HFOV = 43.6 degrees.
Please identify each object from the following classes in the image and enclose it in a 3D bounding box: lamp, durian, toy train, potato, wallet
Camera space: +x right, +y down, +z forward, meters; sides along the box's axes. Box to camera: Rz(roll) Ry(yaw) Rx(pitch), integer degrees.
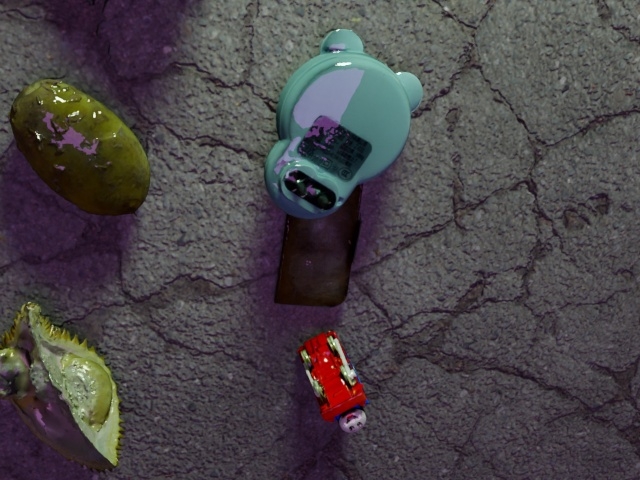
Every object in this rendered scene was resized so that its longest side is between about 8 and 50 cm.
[{"bbox_3d":[0.022,-0.165,1.247,0.209,0.147,0.284,29,84,-20],"label":"lamp"},{"bbox_3d":[-0.436,0.238,1.307,0.172,0.166,0.306,-20,106,-7],"label":"durian"},{"bbox_3d":[0.028,0.249,1.400,0.083,0.204,0.131,-27,120,-1],"label":"toy train"},{"bbox_3d":[-0.352,-0.131,1.197,0.149,0.113,0.251,-36,114,0],"label":"potato"},{"bbox_3d":[0.000,0.000,1.381,0.137,0.031,0.255,3,112,-15],"label":"wallet"}]
